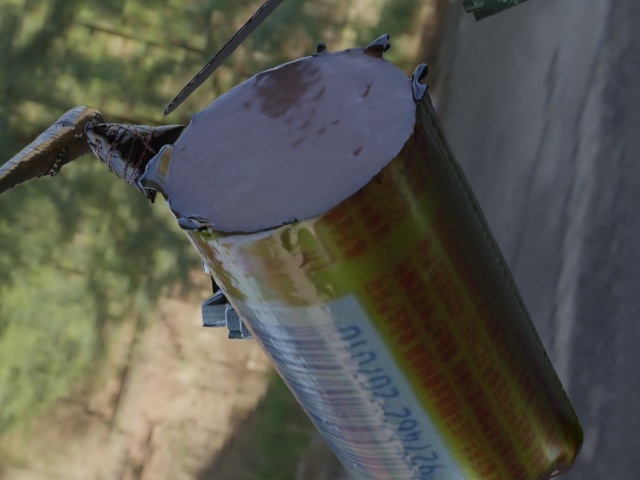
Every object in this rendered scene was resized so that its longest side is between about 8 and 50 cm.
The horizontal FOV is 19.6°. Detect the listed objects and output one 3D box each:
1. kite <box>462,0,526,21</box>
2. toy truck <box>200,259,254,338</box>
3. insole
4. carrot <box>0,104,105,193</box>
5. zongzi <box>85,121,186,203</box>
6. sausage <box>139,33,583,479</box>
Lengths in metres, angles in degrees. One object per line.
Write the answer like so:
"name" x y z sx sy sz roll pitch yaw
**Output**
"kite" 0.092 -0.229 1.240 0.012 0.250 0.229 -58 -28 -31
"toy truck" 0.000 0.000 1.467 0.338 0.184 0.133 -179 84 -79
"insole" -0.050 -0.228 1.800 0.328 0.007 0.111 -43 1 27
"carrot" -0.263 -0.082 1.760 0.254 0.049 0.049 -47 -23 -65
"zongzi" -0.158 -0.066 1.590 0.067 0.083 0.073 87 -177 -72
"sausage" 0.045 0.048 0.874 0.125 0.317 0.117 -38 43 -7
